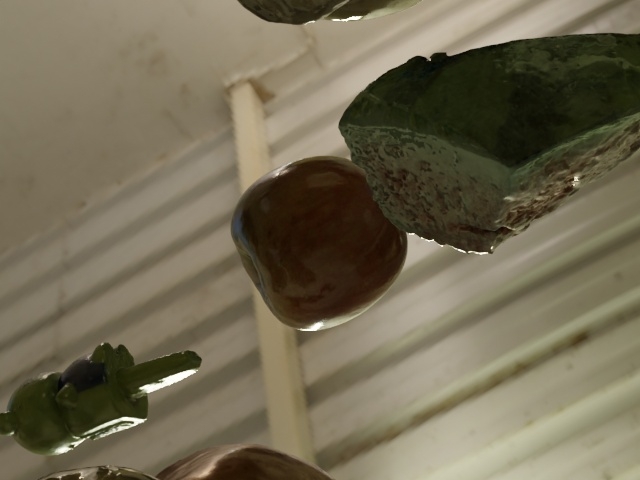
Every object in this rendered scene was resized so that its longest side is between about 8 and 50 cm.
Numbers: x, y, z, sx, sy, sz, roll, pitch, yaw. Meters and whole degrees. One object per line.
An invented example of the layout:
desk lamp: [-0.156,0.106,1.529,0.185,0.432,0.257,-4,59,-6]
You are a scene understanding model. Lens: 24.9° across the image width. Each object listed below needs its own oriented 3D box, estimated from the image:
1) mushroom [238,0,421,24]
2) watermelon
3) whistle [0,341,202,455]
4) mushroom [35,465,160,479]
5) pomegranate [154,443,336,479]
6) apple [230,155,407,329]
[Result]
mushroom: [0.014,-0.309,1.333,0.314,0.314,0.336,-14,-144,28]
watermelon: [0.104,-0.050,0.721,0.180,0.094,0.081,-22,-131,20]
whistle: [-0.225,0.154,1.454,0.227,0.105,0.085,-23,-105,16]
mushroom: [-0.151,0.231,0.975,0.166,0.166,0.127,-28,178,9]
pomegranate: [-0.060,0.283,1.169,0.248,0.248,0.248,-23,-146,17]
apple: [0.000,0.000,1.603,0.173,0.188,0.188,-31,-148,-9]
